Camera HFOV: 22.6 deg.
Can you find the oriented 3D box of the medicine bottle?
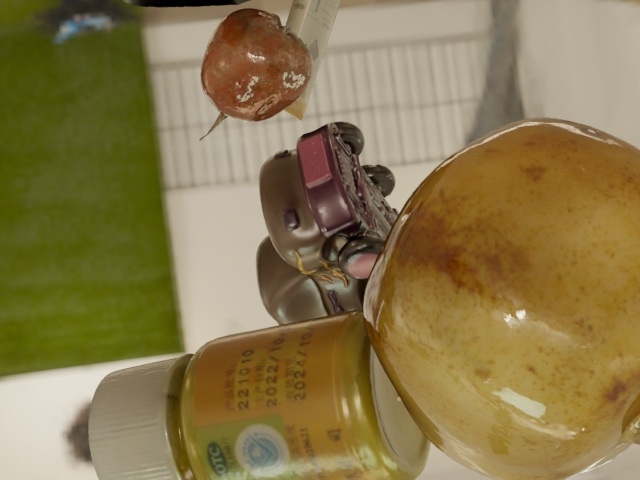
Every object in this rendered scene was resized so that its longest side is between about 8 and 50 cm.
[{"bbox_3d":[-0.076,0.221,1.975,0.384,0.224,0.224,-11,177,22],"label":"medicine bottle"}]

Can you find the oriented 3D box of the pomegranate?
[{"bbox_3d":[0.244,0.078,1.715,0.417,0.416,0.416,-7,178,0],"label":"pomegranate"}]

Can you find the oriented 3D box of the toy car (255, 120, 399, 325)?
[{"bbox_3d":[0.000,0.000,2.385,0.240,0.271,0.340,-22,137,13],"label":"toy car"}]

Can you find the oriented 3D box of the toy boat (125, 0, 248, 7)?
[{"bbox_3d":[-0.188,-0.389,2.123,0.299,0.134,0.092,-7,-143,-43],"label":"toy boat"}]

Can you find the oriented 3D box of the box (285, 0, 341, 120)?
[{"bbox_3d":[-0.023,-0.316,2.476,0.033,0.247,0.129,17,178,18],"label":"box"}]

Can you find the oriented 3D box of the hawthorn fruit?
[{"bbox_3d":[-0.090,-0.217,2.144,0.149,0.189,0.149,19,174,2],"label":"hawthorn fruit"}]
